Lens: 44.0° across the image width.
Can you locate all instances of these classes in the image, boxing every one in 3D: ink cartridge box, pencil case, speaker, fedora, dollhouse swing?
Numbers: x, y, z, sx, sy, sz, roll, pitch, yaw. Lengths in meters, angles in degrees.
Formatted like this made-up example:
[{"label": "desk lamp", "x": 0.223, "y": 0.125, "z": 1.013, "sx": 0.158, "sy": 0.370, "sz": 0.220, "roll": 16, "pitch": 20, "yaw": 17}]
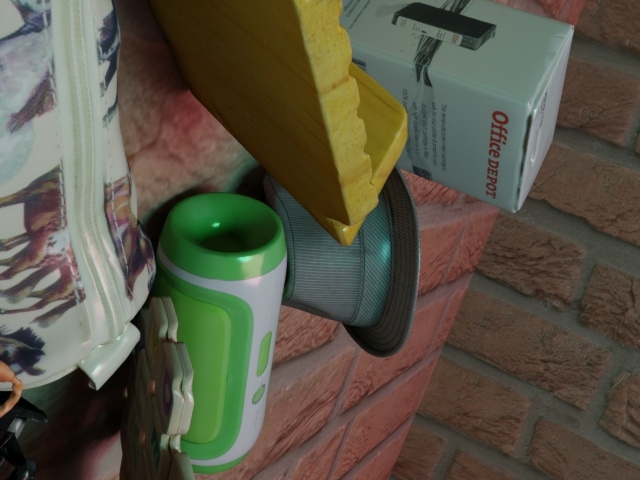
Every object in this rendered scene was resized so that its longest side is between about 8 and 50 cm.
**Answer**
[{"label": "ink cartridge box", "x": 0.115, "y": -0.166, "z": 0.853, "sx": 0.114, "sy": 0.272, "sz": 0.197, "roll": -57, "pitch": 158, "yaw": -21}, {"label": "pencil case", "x": -0.164, "y": -0.106, "z": 0.375, "sx": 0.160, "sy": 0.183, "sz": 0.410, "roll": -34, "pitch": 145, "yaw": -38}, {"label": "speaker", "x": -0.109, "y": 0.103, "z": 0.815, "sx": 0.131, "sy": 0.131, "sz": 0.297, "roll": -40, "pitch": 148, "yaw": -48}, {"label": "fedora", "x": 0.000, "y": 0.000, "z": 0.861, "sx": 0.275, "sy": 0.124, "sz": 0.244, "roll": -116, "pitch": -153, "yaw": -57}, {"label": "dollhouse swing", "x": 0.023, "y": -0.249, "z": 0.552, "sx": 0.305, "sy": 0.315, "sz": 0.347, "roll": -38, "pitch": 152, "yaw": -12}]

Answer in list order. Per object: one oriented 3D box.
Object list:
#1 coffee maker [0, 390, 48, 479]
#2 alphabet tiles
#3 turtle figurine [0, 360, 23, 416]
[{"label": "coffee maker", "x": -0.289, "y": 0.154, "z": 0.493, "sx": 0.171, "sy": 0.120, "sz": 0.178, "roll": 42, "pitch": 72, "yaw": -44}, {"label": "alphabet tiles", "x": -0.155, "y": 0.199, "z": 0.704, "sx": 0.021, "sy": 0.278, "sz": 0.284, "roll": 4, "pitch": 117, "yaw": -23}, {"label": "turtle figurine", "x": -0.302, "y": 0.088, "z": 0.363, "sx": 0.269, "sy": 0.087, "sz": 0.217, "roll": 25, "pitch": 101, "yaw": -38}]
